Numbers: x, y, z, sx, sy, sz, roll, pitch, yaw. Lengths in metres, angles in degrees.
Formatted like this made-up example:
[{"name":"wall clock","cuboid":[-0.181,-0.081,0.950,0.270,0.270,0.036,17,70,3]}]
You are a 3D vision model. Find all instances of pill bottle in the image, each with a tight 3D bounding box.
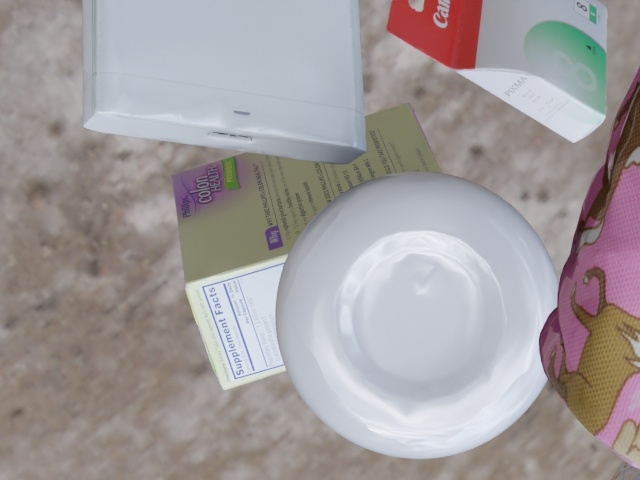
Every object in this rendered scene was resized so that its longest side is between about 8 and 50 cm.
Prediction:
[{"name":"pill bottle","cuboid":[0.065,0.048,1.068,0.181,0.181,0.323,-44,179,1]}]

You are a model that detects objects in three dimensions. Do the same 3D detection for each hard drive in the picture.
[{"name":"hard drive","cuboid":[-0.069,-0.215,1.066,0.203,0.308,0.040,6,161,-27]}]

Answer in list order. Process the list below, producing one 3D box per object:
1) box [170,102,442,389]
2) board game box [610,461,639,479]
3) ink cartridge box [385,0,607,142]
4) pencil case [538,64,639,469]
[{"name":"box","cuboid":[0.000,0.000,1.358,0.243,0.213,0.117,-16,120,-1]},{"name":"board game box","cuboid":[0.233,0.171,1.047,0.136,0.035,0.201,-50,170,-15]},{"name":"ink cartridge box","cuboid":[0.178,-0.216,1.454,0.056,0.224,0.181,-43,-156,40]},{"name":"pencil case","cuboid":[0.207,-0.084,0.540,0.160,0.167,0.386,-98,-154,-70]}]
